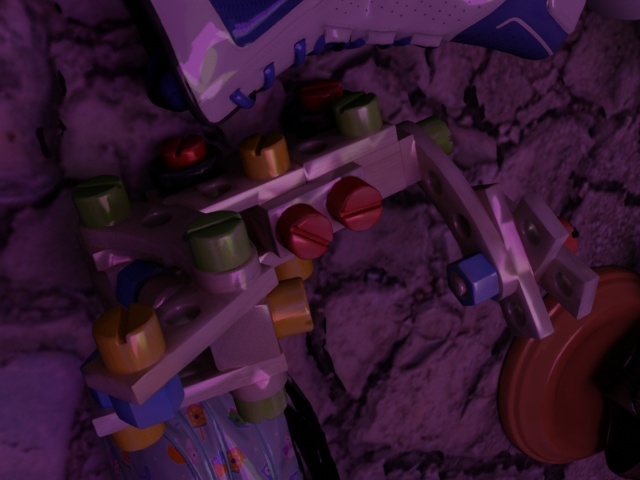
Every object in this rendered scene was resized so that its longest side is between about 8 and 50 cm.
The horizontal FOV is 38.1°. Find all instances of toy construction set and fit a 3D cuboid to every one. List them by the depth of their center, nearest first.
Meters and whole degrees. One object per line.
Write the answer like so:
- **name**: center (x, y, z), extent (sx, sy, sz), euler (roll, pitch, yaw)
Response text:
- **toy construction set**: center (0.000, 0.000, 0.548), extent (0.328, 0.215, 0.151), euler (-11, 115, -27)

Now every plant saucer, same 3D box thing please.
- **plant saucer**: center (0.254, 0.122, 0.856), extent (0.200, 0.037, 0.199), euler (-12, 114, -27)

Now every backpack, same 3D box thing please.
- **backpack**: center (-0.069, 0.157, 0.615), extent (0.115, 0.152, 0.182), euler (-29, 110, -48)

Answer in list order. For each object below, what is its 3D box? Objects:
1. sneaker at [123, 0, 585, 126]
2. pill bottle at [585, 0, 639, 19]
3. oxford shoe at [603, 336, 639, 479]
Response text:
- **sneaker**: center (-0.016, -0.146, 0.547), extent (0.316, 0.127, 0.182), euler (17, 104, -27)
- **pill bottle**: center (0.146, -0.295, 0.530), extent (0.188, 0.188, 0.334), euler (-49, 126, -5)
- **oxford shoe**: center (0.302, 0.116, 0.810), extent (0.096, 0.083, 0.227), euler (-3, 110, -25)
